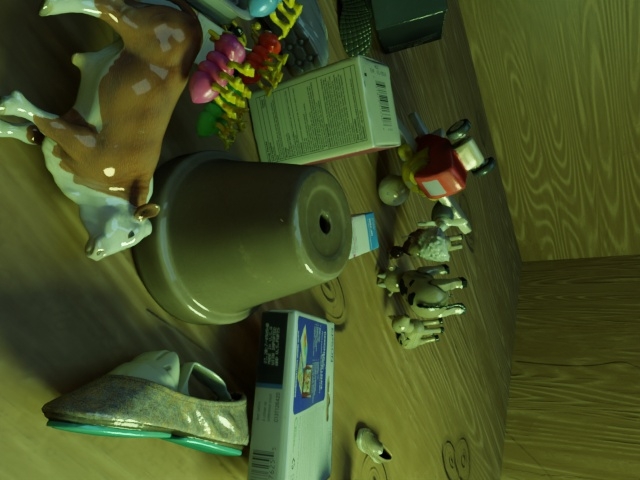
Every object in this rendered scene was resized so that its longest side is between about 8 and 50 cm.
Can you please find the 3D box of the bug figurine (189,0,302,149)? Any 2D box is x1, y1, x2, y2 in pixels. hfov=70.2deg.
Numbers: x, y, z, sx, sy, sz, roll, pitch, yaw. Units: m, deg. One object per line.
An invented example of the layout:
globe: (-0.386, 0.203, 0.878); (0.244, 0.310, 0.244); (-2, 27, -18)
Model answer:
bug figurine: (-0.093, -0.235, 0.581); (0.072, 0.279, 0.216); (32, 80, -9)

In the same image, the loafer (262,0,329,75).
loafer: (-0.071, -0.470, 0.867); (0.319, 0.112, 0.111); (59, 34, -45)

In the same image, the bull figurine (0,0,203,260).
bull figurine: (-0.237, -0.139, 0.498); (0.188, 0.101, 0.310); (23, 85, -47)

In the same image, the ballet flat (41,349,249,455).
ballet flat: (-0.192, 0.198, 0.568); (0.316, 0.107, 0.106); (52, 39, -54)

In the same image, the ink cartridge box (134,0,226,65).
ink cartridge box: (-0.214, -0.296, 0.596); (0.181, 0.104, 0.061); (14, 110, -56)

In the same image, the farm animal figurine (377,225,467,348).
farm animal figurine: (0.241, 0.136, 1.172); (0.327, 0.172, 0.330); (173, -90, -81)

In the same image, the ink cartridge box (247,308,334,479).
ink cartridge box: (-0.038, 0.283, 0.788); (0.307, 0.072, 0.304); (52, 39, -72)

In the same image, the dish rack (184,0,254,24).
dish rack: (-0.234, -0.443, 0.585); (0.333, 0.072, 0.285); (11, 59, -56)

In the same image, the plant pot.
plant pot: (-0.085, -0.013, 0.646); (0.263, 0.229, 0.263); (17, 70, -56)

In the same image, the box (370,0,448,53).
box: (0.213, -0.718, 1.204); (0.312, 0.179, 0.343); (-44, 122, -74)

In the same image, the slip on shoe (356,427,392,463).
slip on shoe: (0.126, 0.481, 1.060); (0.135, 0.041, 0.051); (60, 39, -32)

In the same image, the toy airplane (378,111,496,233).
toy airplane: (0.268, -0.206, 1.251); (0.386, 0.272, 0.384); (56, 10, 26)

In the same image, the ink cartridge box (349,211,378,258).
ink cartridge box: (0.000, 0.000, 0.861); (0.231, 0.134, 0.078); (-15, 98, -58)

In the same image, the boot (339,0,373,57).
boot: (0.108, -0.597, 1.192); (0.161, 0.083, 0.246); (-28, 110, -62)

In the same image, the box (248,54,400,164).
box: (0.007, -0.217, 0.817); (0.127, 0.232, 0.149); (-22, 103, -57)

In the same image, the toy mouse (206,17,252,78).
toy mouse: (-0.167, -0.307, 0.749); (0.161, 0.031, 0.143); (35, 56, -50)
